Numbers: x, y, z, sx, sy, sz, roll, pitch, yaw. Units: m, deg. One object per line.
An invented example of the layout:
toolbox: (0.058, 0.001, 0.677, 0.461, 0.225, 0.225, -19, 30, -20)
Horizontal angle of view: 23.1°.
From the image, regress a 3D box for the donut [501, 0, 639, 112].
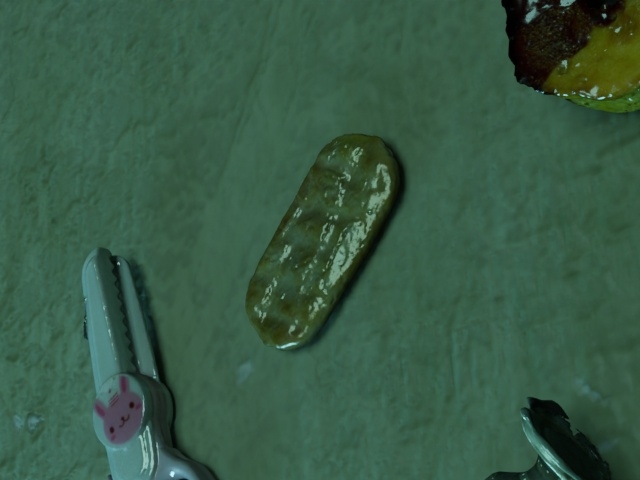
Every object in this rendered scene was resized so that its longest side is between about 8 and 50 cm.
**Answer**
donut: (0.157, -0.133, 0.825, 0.140, 0.059, 0.140, -15, 67, 39)

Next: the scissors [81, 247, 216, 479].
scissors: (-0.121, 0.116, 1.025, 0.118, 0.030, 0.242, -28, 63, 32)

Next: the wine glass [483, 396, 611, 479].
wine glass: (0.081, 0.156, 0.806, 0.155, 0.072, 0.072, -50, 50, 19)

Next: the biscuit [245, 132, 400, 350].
biscuit: (0.000, 0.000, 0.957, 0.071, 0.018, 0.147, 40, 105, 42)
